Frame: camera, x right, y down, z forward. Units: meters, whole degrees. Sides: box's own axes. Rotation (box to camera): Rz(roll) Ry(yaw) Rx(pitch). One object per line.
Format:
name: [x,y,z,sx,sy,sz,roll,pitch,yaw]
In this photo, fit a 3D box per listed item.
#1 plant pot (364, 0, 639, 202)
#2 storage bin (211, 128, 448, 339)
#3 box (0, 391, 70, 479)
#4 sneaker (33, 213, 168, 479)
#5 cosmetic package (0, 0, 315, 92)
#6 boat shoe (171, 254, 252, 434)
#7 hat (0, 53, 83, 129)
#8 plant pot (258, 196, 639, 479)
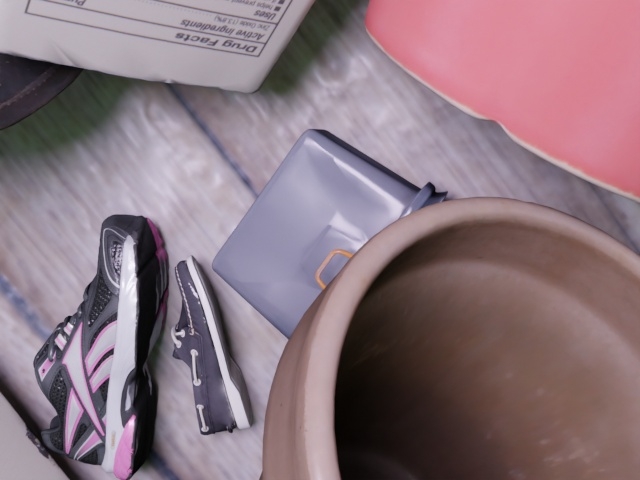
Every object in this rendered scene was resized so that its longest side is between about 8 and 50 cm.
plant pot: [0.161,-0.164,0.399,0.275,0.275,0.243,26,112,-4]
storage bin: [0.000,0.000,0.519,0.091,0.098,0.135,36,102,4]
box: [-0.254,0.144,0.540,0.113,0.094,0.275,-27,102,30]
sneaker: [-0.147,0.070,0.547,0.077,0.072,0.178,9,102,2]
cosmetic package: [-0.042,-0.214,0.355,0.153,0.129,0.296,3,144,-34]
boat shoe: [-0.078,0.071,0.559,0.038,0.046,0.125,-15,110,0]
hat: [-0.289,-0.144,0.434,0.331,0.331,0.134,44,137,-8]
plant pot: [0.069,0.141,0.457,0.263,0.263,0.229,33,143,-6]
